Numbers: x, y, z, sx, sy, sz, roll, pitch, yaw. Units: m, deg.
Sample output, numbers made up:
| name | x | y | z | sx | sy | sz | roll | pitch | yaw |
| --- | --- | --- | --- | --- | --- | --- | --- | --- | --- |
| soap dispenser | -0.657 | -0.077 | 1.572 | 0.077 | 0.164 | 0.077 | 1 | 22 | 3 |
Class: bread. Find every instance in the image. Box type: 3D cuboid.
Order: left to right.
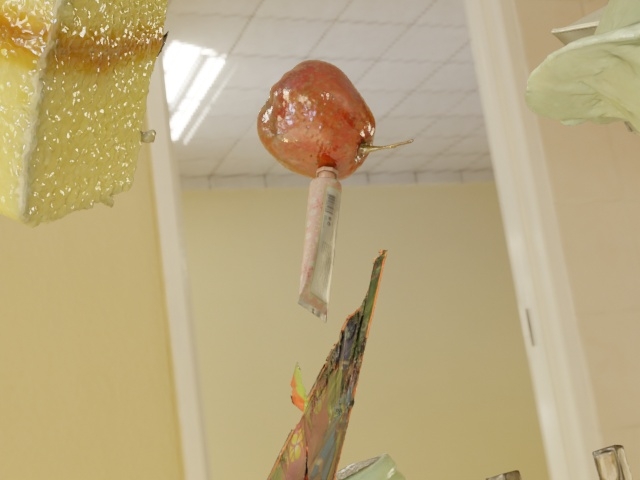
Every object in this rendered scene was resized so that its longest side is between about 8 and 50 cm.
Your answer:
| name | x | y | z | sx | sy | sz | roll | pitch | yaw |
| --- | --- | --- | --- | --- | --- | --- | --- | --- | --- |
| bread | -0.186 | -0.144 | 0.632 | 0.178 | 0.266 | 0.142 | 9 | -158 | -15 |

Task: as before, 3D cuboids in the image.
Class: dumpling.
| name | x | y | z | sx | sy | sz | roll | pitch | yaw |
| --- | --- | --- | --- | --- | --- | --- | --- | --- | --- |
| dumpling | 0.397 | -0.211 | 1.053 | 0.270 | 0.212 | 0.320 | 12 | 159 | 47 |

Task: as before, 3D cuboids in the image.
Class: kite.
| name | x | y | z | sx | sy | sz | roll | pitch | yaw |
| --- | --- | --- | --- | --- | --- | --- | --- | --- | --- |
| kite | -0.006 | 0.095 | 0.438 | 0.010 | 0.190 | 0.159 | 21 | -160 | -13 |

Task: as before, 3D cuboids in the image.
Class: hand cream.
| name | x | y | z | sx | sy | sz | roll | pitch | yaw |
| --- | --- | --- | --- | --- | --- | --- | --- | --- | --- |
| hand cream | 0.000 | 0.000 | 1.209 | 0.043 | 0.209 | 0.067 | -11 | 147 | 30 |

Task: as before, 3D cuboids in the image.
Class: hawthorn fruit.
| name | x | y | z | sx | sy | sz | roll | pitch | yaw |
| --- | --- | --- | --- | --- | --- | --- | --- | --- | --- |
| hawthorn fruit | 0.016 | -0.148 | 1.292 | 0.203 | 0.162 | 0.162 | 36 | 168 | 9 |

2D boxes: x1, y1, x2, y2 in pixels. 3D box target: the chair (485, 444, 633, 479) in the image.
| name | x | y | z | sx | sy | sz | roll | pitch | yaw |
| --- | --- | --- | --- | --- | --- | --- | --- | --- | --- |
| chair | 0.320 | 0.349 | 0.706 | 0.203 | 0.416 | 0.240 | -28 | 159 | 32 |

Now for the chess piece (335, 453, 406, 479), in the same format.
| name | x | y | z | sx | sy | sz | roll | pitch | yaw |
| --- | --- | --- | --- | --- | --- | --- | --- | --- | --- |
| chess piece | 0.076 | 0.469 | 1.290 | 0.194 | 0.299 | 0.194 | -25 | 172 | -4 |

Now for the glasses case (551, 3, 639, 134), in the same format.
| name | x | y | z | sx | sy | sz | roll | pitch | yaw |
| --- | --- | --- | --- | --- | --- | --- | --- | --- | --- |
| glasses case | 0.446 | -0.244 | 1.309 | 0.128 | 0.083 | 0.308 | -2 | 153 | 42 |
